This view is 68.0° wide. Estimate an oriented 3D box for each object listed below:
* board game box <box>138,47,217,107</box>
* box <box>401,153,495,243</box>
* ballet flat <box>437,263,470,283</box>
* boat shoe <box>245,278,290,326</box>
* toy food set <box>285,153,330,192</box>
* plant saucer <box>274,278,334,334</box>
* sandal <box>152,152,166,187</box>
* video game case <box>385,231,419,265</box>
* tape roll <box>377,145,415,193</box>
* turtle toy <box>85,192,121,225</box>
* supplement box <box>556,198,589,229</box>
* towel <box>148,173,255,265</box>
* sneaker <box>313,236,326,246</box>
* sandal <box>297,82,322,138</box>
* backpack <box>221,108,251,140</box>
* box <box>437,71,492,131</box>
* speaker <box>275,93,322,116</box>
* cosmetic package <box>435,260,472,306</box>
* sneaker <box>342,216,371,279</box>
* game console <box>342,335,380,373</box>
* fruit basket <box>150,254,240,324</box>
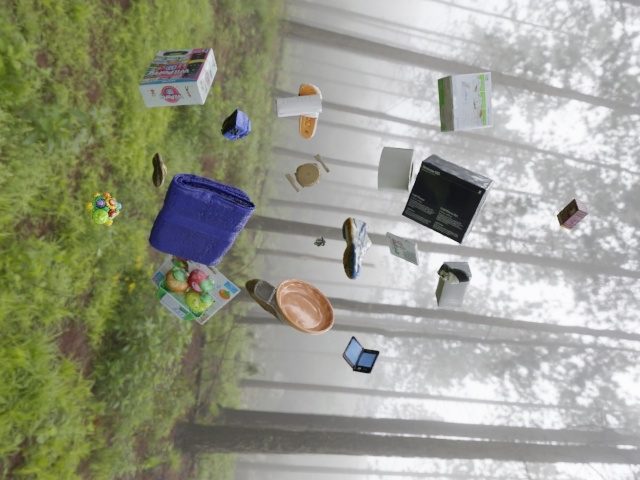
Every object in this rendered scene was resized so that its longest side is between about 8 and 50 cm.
[{"bbox_3d":[-0.544,-0.637,1.841,0.098,0.223,0.303,84,4,-46],"label":"board game box"},{"bbox_3d":[0.633,-0.211,2.372,0.179,0.343,0.313,-35,148,-50],"label":"box"},{"bbox_3d":[0.552,0.150,1.997,0.203,0.074,0.074,-146,-115,-72],"label":"ballet flat"},{"bbox_3d":[-0.204,0.266,2.082,0.104,0.307,0.111,3,-130,51],"label":"boat shoe"},{"bbox_3d":[-0.057,-0.310,2.245,0.132,0.192,0.038,56,-4,18],"label":"toy food set"},{"bbox_3d":[-0.052,0.202,1.417,0.037,0.200,0.200,-53,-154,31],"label":"plant saucer"},{"bbox_3d":[-0.737,-0.324,2.187,0.072,0.049,0.180,-29,-120,27],"label":"sandal"},{"bbox_3d":[0.352,0.037,2.024,0.019,0.143,0.157,-51,146,-21],"label":"video game case"},{"bbox_3d":[0.410,-0.375,2.542,0.246,0.169,0.246,8,90,-74],"label":"tape roll"},{"bbox_3d":[-0.669,-0.096,1.471,0.066,0.095,0.130,-25,-146,26],"label":"turtle toy"},{"bbox_3d":[0.801,-0.083,1.510,0.083,0.043,0.055,121,-14,-45],"label":"supplement box"},{"bbox_3d":[-0.340,-0.055,1.337,0.308,0.227,0.076,-49,-151,43],"label":"towel"},{"bbox_3d":[0.000,0.000,2.092,0.044,0.040,0.109,-62,-165,-10],"label":"sneaker"},{"bbox_3d":[-0.053,-0.540,2.040,0.076,0.101,0.265,-72,170,-46],"label":"sandal"},{"bbox_3d":[-0.367,-0.485,2.050,0.120,0.101,0.098,-21,-129,38],"label":"backpack"},{"bbox_3d":[0.710,-0.676,2.328,0.127,0.231,0.262,-152,-127,-69],"label":"box"},{"bbox_3d":[-0.064,-0.403,1.416,0.055,0.136,0.055,173,-90,-88],"label":"speaker"},{"bbox_3d":[0.635,0.212,2.279,0.107,0.127,0.238,-88,-179,-49],"label":"cosmetic package"},{"bbox_3d":[0.177,0.037,2.150,0.112,0.130,0.297,-31,-127,57],"label":"sneaker"},{"bbox_3d":[0.180,0.498,2.077,0.144,0.124,0.085,-51,136,-51],"label":"game console"},{"bbox_3d":[-0.567,0.203,2.096,0.353,0.327,0.165,-37,-167,41],"label":"fruit basket"}]
